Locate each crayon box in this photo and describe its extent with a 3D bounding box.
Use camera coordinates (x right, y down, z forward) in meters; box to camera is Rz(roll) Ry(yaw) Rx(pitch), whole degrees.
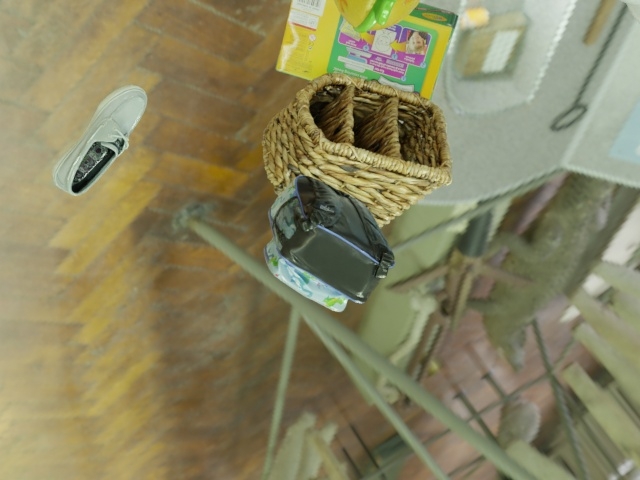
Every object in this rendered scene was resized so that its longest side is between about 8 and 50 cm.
[{"bbox_3d":[0.077,-0.339,1.774,0.081,0.279,0.165,-69,175,-57],"label":"crayon box"}]

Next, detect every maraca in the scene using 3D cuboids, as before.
[{"bbox_3d":[0.064,-0.273,1.060,0.099,0.185,0.127,14,100,-12],"label":"maraca"}]

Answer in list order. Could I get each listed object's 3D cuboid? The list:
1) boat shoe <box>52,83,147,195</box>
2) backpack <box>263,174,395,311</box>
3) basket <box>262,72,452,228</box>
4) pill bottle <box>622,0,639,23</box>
[{"bbox_3d":[-0.373,-0.170,1.813,0.227,0.081,0.079,-51,137,-3],"label":"boat shoe"},{"bbox_3d":[0.000,0.000,0.928,0.105,0.114,0.084,29,113,-25],"label":"backpack"},{"bbox_3d":[0.055,-0.163,1.625,0.223,0.213,0.299,-37,-159,22],"label":"basket"},{"bbox_3d":[0.501,-0.320,1.191,0.408,0.229,0.229,8,135,-29],"label":"pill bottle"}]
